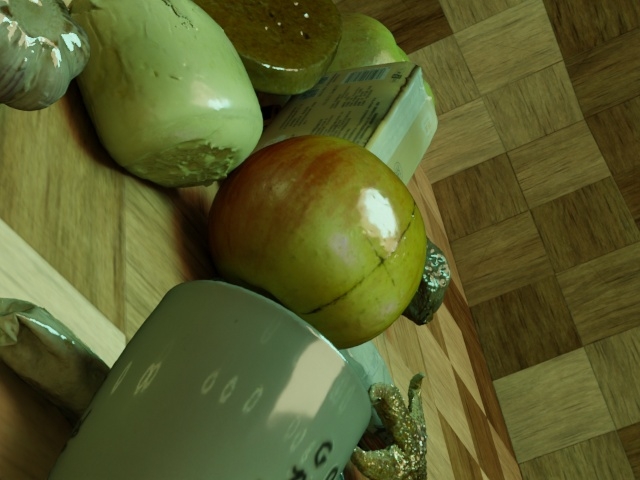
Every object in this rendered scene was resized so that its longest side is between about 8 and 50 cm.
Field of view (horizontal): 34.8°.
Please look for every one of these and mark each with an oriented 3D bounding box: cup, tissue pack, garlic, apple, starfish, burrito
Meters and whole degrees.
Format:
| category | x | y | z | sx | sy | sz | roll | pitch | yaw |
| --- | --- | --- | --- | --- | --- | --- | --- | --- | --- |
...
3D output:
| category | x | y | z | sx | sy | sz | roll | pitch | yaw |
| --- | --- | --- | --- | --- | --- | --- | --- | --- | --- |
| cup | -0.096 | 0.197 | 0.757 | 0.234 | 0.186 | 0.258 | -56 | 159 | -32 |
| tissue pack | 0.044 | -0.112 | 1.586 | 0.239 | 0.238 | 0.305 | 62 | 34 | -23 |
| garlic | -0.283 | -0.187 | 0.900 | 0.159 | 0.102 | 0.147 | 39 | 43 | -42 |
| apple | 0.042 | -0.262 | 1.889 | 0.338 | 0.305 | 0.338 | 59 | 16 | -29 |
| starfish | 0.116 | 0.330 | 1.474 | 0.299 | 0.060 | 0.303 | -34 | 122 | -64 |
| burrito | 0.065 | 0.232 | 1.593 | 0.139 | 0.101 | 0.446 | -89 | 154 | -61 |
| apple | 0.000 | 0.000 | 1.313 | 0.286 | 0.233 | 0.286 | 32 | -25 | 17 |
| burrito | -0.182 | 0.134 | 0.836 | 0.082 | 0.059 | 0.275 | 16 | -30 | 46 |

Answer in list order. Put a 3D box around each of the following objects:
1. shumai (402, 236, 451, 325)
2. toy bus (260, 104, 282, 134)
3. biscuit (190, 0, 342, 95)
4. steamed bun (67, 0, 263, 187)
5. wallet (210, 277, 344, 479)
| category | x | y | z | sx | sy | sz | roll | pitch | yaw |
| --- | --- | --- | --- | --- | --- | --- | --- | --- | --- |
| shumai | 0.197 | 0.063 | 2.195 | 0.218 | 0.184 | 0.185 | 32 | 18 | 23 |
| toy bus | -0.083 | -0.157 | 1.683 | 0.083 | 0.088 | 0.194 | -88 | 152 | -60 |
| biscuit | -0.129 | -0.374 | 1.643 | 0.350 | 0.070 | 0.394 | 36 | 35 | 0 |
| steamed bun | -0.174 | -0.192 | 1.195 | 0.273 | 0.166 | 0.232 | 29 | 41 | -70 |
| wallet | -0.037 | 0.223 | 1.264 | 0.342 | 0.075 | 0.237 | 57 | 13 | -35 |
